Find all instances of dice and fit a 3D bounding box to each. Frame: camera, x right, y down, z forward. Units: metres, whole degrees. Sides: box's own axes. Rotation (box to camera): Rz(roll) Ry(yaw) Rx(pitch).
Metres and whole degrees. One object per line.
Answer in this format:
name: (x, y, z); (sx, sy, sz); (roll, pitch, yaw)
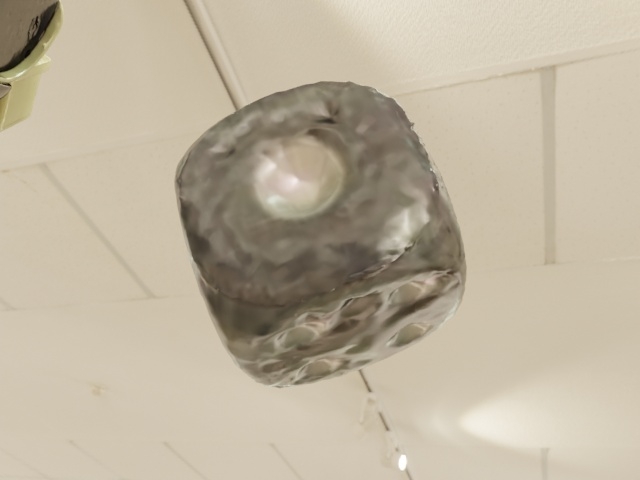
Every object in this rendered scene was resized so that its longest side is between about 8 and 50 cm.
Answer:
dice: (0.000, 0.000, 0.432); (0.182, 0.182, 0.183); (-19, -30, -1)

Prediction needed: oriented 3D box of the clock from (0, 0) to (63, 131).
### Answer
clock: (-0.312, -0.155, 0.409); (0.120, 0.379, 0.277); (25, -63, -10)
